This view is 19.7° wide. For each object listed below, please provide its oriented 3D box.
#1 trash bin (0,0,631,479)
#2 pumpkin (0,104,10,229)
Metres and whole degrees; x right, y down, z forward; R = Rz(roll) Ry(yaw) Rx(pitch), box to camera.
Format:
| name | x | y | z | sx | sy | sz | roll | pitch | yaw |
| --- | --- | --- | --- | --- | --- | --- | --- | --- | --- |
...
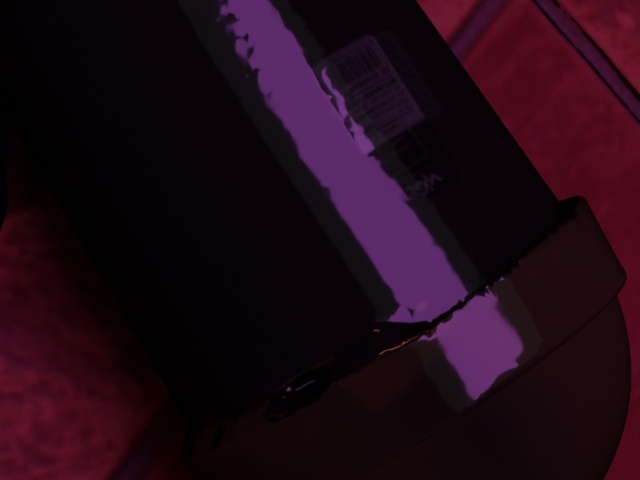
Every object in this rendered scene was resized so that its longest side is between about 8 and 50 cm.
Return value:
| name | x | y | z | sx | sy | sz | roll | pitch | yaw |
| --- | --- | --- | --- | --- | --- | --- | --- | --- | --- |
| trash bin | 0.000 | 0.000 | 0.817 | 0.214 | 0.214 | 0.334 | -37 | 94 | -31 |
| pumpkin | -0.218 | -0.031 | 0.727 | 0.202 | 0.140 | 0.202 | 4 | 81 | -29 |
